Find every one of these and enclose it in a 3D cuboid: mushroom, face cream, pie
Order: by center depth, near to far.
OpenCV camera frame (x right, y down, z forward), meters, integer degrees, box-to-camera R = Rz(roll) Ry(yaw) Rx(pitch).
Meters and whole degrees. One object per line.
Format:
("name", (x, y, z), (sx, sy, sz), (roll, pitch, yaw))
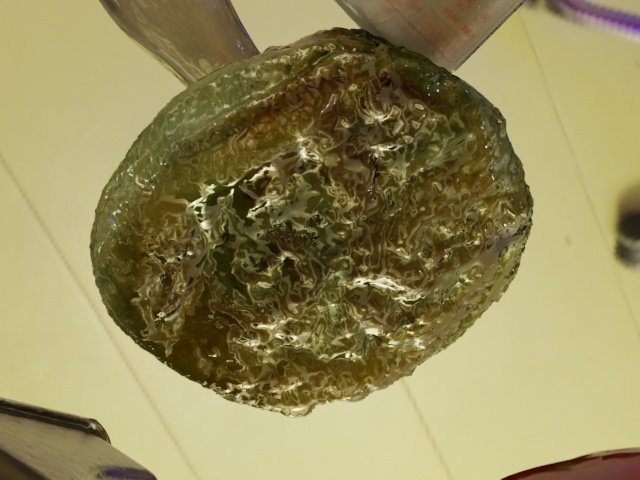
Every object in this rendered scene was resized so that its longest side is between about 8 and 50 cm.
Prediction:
("pie", (0.000, 0.000, 1.039), (0.277, 0.078, 0.277), (-5, 126, -6))
("face cream", (0.121, -0.213, 1.052), (0.252, 0.101, 0.101), (-45, 118, 8))
("mushroom", (-0.092, -0.162, 1.276), (0.225, 0.116, 0.093), (43, 75, -6))

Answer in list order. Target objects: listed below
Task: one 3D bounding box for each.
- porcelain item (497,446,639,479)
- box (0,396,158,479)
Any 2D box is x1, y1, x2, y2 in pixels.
("porcelain item", (0.106, 0.144, 0.391), (0.253, 0.253, 0.253), (-3, 125, -4))
("box", (-0.160, 0.187, 1.013), (0.138, 0.178, 0.274), (-64, 155, -1))
